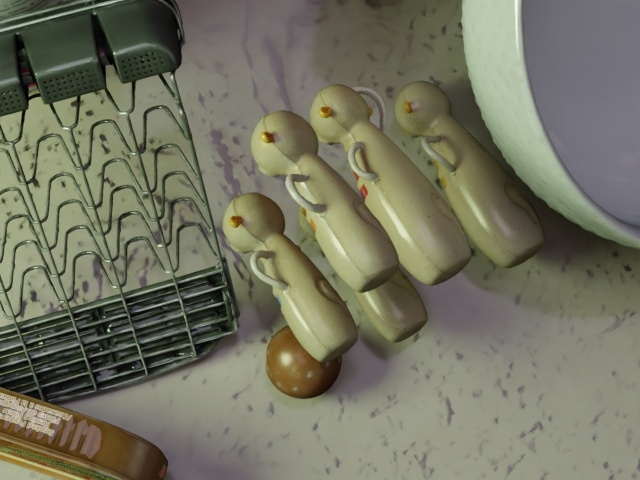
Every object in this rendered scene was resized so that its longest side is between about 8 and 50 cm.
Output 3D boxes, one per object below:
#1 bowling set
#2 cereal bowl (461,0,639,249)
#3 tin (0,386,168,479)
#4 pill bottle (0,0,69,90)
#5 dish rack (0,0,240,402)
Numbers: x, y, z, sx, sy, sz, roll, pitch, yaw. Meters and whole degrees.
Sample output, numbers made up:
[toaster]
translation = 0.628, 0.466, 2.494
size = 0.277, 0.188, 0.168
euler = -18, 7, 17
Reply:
[bowling set]
translation = 0.000, 0.000, 1.215
size = 0.200, 0.287, 0.154
euler = -41, 73, 23
[cereal bowl]
translation = 0.231, -0.160, 1.239
size = 0.339, 0.141, 0.339
euler = -5, 99, -30
[tin]
translation = -0.194, 0.131, 1.207
size = 0.190, 0.106, 0.040
euler = 18, 69, 1
[pill bottle]
translation = -0.230, -0.211, 1.193
size = 0.160, 0.283, 0.160
euler = 1, 77, -3
[dish rack]
translation = -0.167, -0.018, 1.201
size = 0.208, 0.271, 0.074
euler = -15, 35, -4
